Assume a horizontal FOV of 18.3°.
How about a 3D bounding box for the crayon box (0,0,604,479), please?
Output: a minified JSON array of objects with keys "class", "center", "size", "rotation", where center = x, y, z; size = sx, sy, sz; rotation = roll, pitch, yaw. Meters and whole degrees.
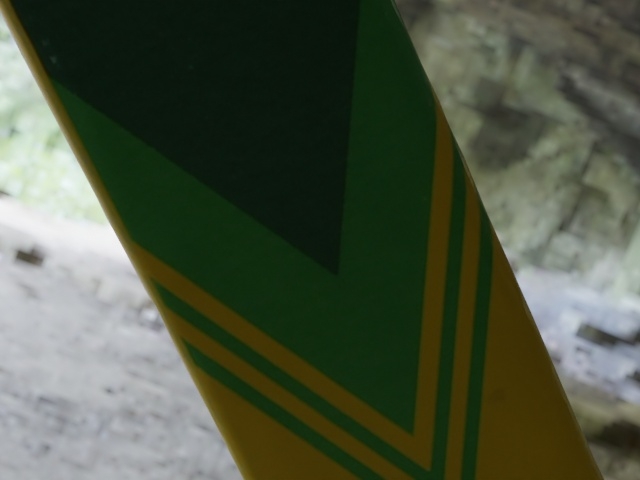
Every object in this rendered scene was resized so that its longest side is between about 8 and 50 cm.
[{"class":"crayon box","center":[0.000,0.000,0.551],"size":[0.203,0.083,0.323],"rotation":[-112,177,-71]}]
